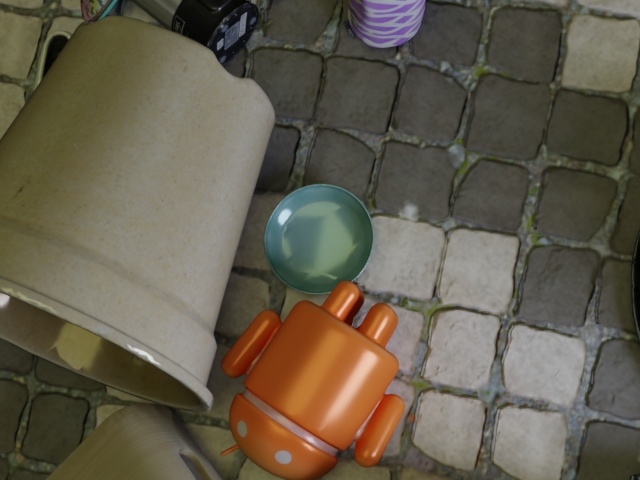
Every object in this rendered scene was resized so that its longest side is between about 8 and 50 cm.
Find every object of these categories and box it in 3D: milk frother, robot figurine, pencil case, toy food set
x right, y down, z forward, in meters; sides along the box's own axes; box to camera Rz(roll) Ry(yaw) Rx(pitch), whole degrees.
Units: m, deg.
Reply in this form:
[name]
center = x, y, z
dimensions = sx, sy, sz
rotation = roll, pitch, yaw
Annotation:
[milk frother]
center = -0.118, -0.288, 1.614
dimensions = 0.135, 0.129, 0.143
rotation = 40, 46, 16
[robot figurine]
center = -0.005, 0.149, 1.476
dimensions = 0.158, 0.128, 0.219
rotation = 35, 87, -27
[pencil case]
center = 0.067, -0.275, 1.510
dimensions = 0.086, 0.206, 0.088
rotation = -13, 73, -4
[toy food set]
center = -0.217, 0.339, 1.489
dimensions = 0.306, 0.092, 0.220
rotation = -46, 52, 5

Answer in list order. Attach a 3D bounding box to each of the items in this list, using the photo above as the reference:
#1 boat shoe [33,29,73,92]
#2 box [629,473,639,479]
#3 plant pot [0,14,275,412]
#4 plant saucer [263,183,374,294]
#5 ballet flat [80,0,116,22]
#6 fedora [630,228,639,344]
[boat shoe]
center = -0.283, -0.102, 1.607
dimensions = 0.095, 0.084, 0.258
rotation = -8, 77, 10
[box]
center = 0.415, 0.309, 1.389
dimensions = 0.232, 0.059, 0.183
rotation = -3, 80, 12
[plant pot]
center = -0.200, -0.038, 1.450
dimensions = 0.334, 0.334, 0.305
rotation = 20, 75, 15
[plant saucer]
center = 0.000, 0.000, 1.559
dimensions = 0.119, 0.021, 0.119
rotation = -2, 79, 12
[ballet flat]
center = -0.217, -0.349, 1.642
dimensions = 0.221, 0.079, 0.077
rotation = -53, 30, -3
[fedora]
center = 0.447, 0.043, 1.387
dimensions = 0.334, 0.152, 0.334
rotation = -2, 79, 11
